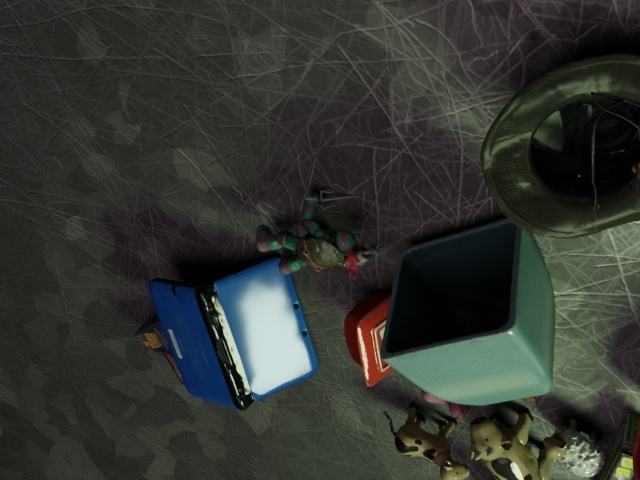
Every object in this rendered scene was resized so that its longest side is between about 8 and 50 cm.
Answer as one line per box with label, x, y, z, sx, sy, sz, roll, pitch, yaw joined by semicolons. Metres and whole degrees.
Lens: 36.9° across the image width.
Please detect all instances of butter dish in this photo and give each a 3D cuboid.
butter dish;0.099;0.168;1.830;0.118;0.160;0.160;20;132;41

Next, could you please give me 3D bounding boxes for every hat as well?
hat;0.406;-0.163;1.460;0.331;0.134;0.331;1;126;2

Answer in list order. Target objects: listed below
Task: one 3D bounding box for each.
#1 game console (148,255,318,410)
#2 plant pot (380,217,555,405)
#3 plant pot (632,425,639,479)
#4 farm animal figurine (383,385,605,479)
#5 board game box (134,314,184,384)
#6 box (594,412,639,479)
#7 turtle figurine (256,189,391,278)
game console;-0.178;0.180;1.970;0.250;0.173;0.293;6;122;40
plant pot;0.288;0.152;1.665;0.247;0.248;0.252;-18;130;33
plant pot;0.710;0.372;1.614;0.243;0.275;0.275;33;130;-13
farm animal figurine;0.323;0.396;1.844;0.327;0.172;0.330;44;128;-8
board game box;-0.295;0.216;2.078;0.194;0.060;0.194;-12;116;31
box;0.554;0.435;1.803;0.036;0.114;0.207;20;128;11
turtle figurine;0.000;0.000;1.772;0.234;0.118;0.175;-12;116;37
